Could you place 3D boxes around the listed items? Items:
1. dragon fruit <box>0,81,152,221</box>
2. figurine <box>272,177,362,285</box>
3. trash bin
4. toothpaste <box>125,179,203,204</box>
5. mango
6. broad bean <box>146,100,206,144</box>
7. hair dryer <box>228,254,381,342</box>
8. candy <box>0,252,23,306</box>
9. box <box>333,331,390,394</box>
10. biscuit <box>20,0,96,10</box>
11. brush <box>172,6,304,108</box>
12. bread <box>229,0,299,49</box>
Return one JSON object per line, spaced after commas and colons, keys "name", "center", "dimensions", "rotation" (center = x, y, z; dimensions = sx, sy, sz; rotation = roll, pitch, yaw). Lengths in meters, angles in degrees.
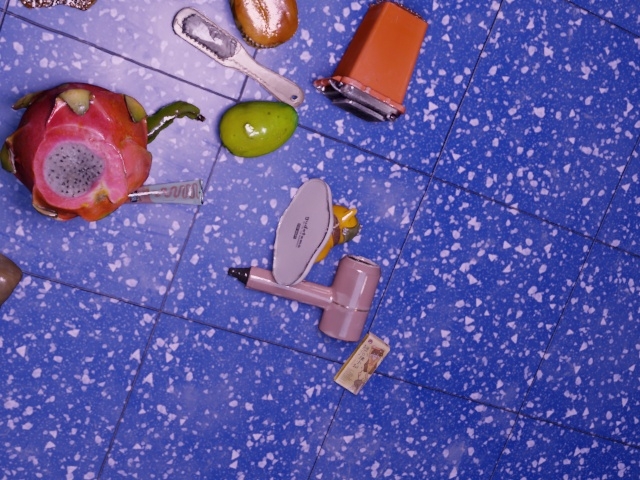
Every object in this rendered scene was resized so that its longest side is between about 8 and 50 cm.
{"name": "dragon fruit", "center": [-0.479, -0.169, 1.680], "dimensions": [0.290, 0.189, 0.290], "rotation": [-1, 103, -3]}
{"name": "figurine", "center": [0.000, 0.000, 1.926], "dimensions": [0.141, 0.166, 0.250], "rotation": [24, 90, -42]}
{"name": "trash bin", "center": [0.113, -0.391, 1.849], "dimensions": [0.184, 0.161, 0.238], "rotation": [22, 89, -21]}
{"name": "toothpaste", "center": [-0.354, -0.100, 1.840], "dimensions": [0.205, 0.036, 0.056], "rotation": [-4, 101, -20]}
{"name": "mango", "center": [-0.130, -0.244, 1.834], "dimensions": [0.178, 0.100, 0.119], "rotation": [-19, 108, -12]}
{"name": "broad bean", "center": [-0.340, -0.246, 1.800], "dimensions": [0.195, 0.046, 0.061], "rotation": [-23, 107, -12]}
{"name": "hair dryer", "center": [-0.042, 0.101, 1.959], "dimensions": [0.344, 0.107, 0.189], "rotation": [16, 98, -14]}
{"name": "candy", "center": [-0.727, 0.046, 1.727], "dimensions": [0.234, 0.102, 0.104], "rotation": [38, 91, -19]}
{"name": "box", "center": [0.103, 0.301, 2.087], "dimensions": [0.073, 0.020, 0.149], "rotation": [35, 92, -21]}
{"name": "biscuit", "center": [-0.486, -0.528, 1.693], "dimensions": [0.237, 0.026, 0.131], "rotation": [-44, 110, -3]}
{"name": "brush", "center": [-0.165, -0.382, 1.811], "dimensions": [0.327, 0.065, 0.070], "rotation": [32, 93, -23]}
{"name": "bread", "center": [-0.119, -0.495, 1.772], "dimensions": [0.132, 0.114, 0.190], "rotation": [-20, 104, -9]}
